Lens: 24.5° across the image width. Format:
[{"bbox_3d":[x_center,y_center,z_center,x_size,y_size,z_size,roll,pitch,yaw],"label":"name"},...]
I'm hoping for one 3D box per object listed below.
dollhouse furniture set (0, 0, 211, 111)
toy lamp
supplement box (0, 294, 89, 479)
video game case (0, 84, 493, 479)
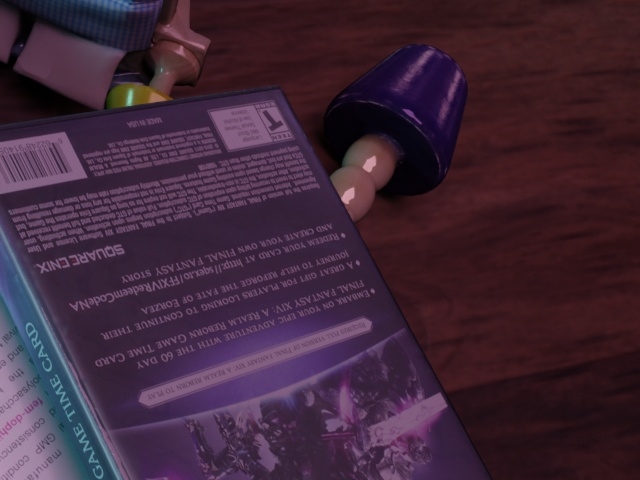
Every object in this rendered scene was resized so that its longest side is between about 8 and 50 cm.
[{"bbox_3d":[-0.183,-0.146,0.619,0.303,0.286,0.198,25,60,-3],"label":"dollhouse furniture set"},{"bbox_3d":[0.000,0.000,0.782,0.080,0.080,0.274,39,60,-8],"label":"toy lamp"},{"bbox_3d":[-0.157,0.060,0.652,0.220,0.114,0.111,48,55,-1],"label":"supplement box"},{"bbox_3d":[-0.028,0.060,0.649,0.196,0.026,0.274,-15,73,-46],"label":"video game case"}]
